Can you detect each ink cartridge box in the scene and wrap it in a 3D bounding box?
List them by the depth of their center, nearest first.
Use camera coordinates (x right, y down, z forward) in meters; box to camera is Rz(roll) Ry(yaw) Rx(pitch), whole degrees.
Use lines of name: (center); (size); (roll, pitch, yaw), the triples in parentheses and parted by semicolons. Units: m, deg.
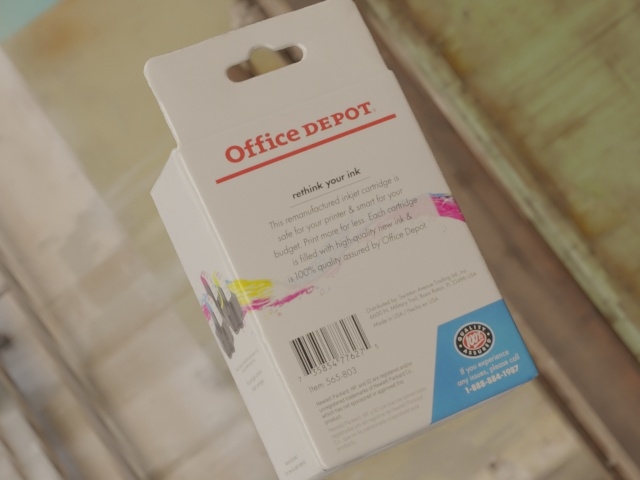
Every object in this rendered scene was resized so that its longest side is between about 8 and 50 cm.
ink cartridge box: (0.000, 0.000, 0.704); (0.181, 0.104, 0.061); (65, 159, 9)
